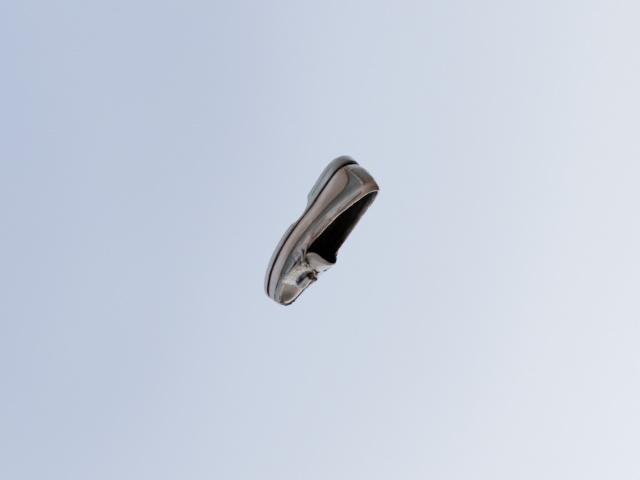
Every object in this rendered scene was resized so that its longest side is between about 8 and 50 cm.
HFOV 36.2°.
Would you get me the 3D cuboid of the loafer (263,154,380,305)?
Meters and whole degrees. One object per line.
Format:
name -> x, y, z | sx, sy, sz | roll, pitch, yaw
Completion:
loafer -> 0.000, 0.000, 0.705 | 0.045, 0.039, 0.125 | 0, -56, -52
